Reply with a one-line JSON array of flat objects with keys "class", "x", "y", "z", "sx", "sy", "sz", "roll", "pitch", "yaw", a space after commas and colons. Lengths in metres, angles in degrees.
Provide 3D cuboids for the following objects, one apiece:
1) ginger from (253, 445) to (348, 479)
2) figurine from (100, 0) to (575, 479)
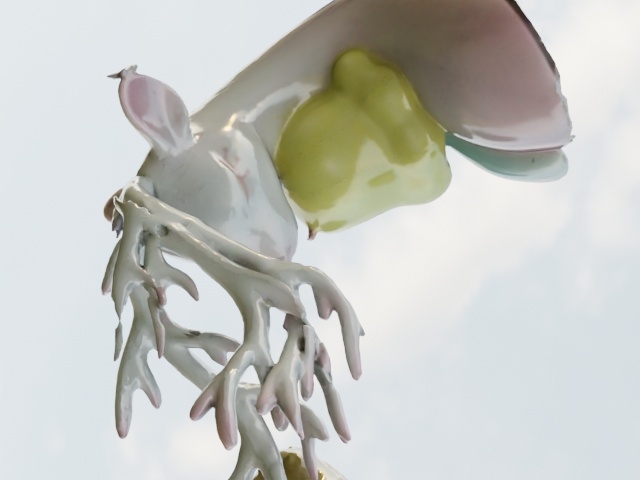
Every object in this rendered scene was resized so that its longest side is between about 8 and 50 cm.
[{"class": "ginger", "x": 0.009, "y": 0.234, "z": 1.328, "sx": 0.193, "sy": 0.115, "sz": 0.122, "roll": 43, "pitch": -33, "yaw": 22}, {"class": "figurine", "x": -0.004, "y": -0.009, "z": 1.084, "sx": 0.284, "sy": 0.316, "sz": 0.206, "roll": 59, "pitch": -4, "yaw": 22}]
